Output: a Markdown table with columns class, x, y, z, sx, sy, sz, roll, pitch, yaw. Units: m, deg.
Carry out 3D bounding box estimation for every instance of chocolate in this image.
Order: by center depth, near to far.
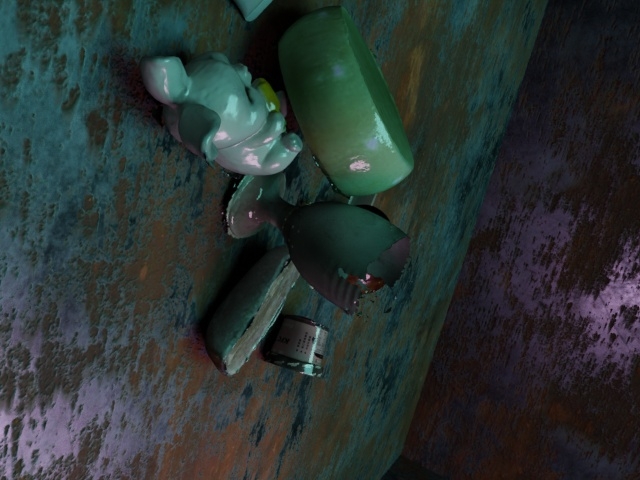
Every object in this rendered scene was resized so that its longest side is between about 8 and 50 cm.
| class | x | y | z | sx | sy | sz | roll | pitch | yaw |
| --- | --- | --- | --- | --- | --- | --- | --- | --- | --- |
| chocolate | -0.147 | 0.139 | 1.379 | 0.303 | 0.100 | 0.185 | -55 | 164 | -20 |

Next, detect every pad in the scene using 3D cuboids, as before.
| class | x | y | z | sx | sy | sz | roll | pitch | yaw |
| --- | --- | --- | --- | --- | --- | --- | --- | --- | --- |
| pad | 0.145 | -0.179 | 1.825 | 0.176 | 0.002 | 0.266 | 16 | 95 | -66 |

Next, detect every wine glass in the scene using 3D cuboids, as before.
| class | x | y | z | sx | sy | sz | roll | pitch | yaw |
| --- | --- | --- | --- | --- | --- | --- | --- | --- | --- |
| wine glass | -0.001 | -0.005 | 1.227 | 0.190 | 0.357 | 0.190 | -45 | 155 | -28 |

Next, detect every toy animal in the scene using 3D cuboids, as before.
| class | x | y | z | sx | sy | sz | roll | pitch | yaw |
| --- | --- | --- | --- | --- | --- | --- | --- | --- | --- |
| toy animal | -0.146 | -0.186 | 0.983 | 0.154 | 0.209 | 0.325 | -33 | 180 | 23 |

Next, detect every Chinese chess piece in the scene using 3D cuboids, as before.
| class | x | y | z | sx | sy | sz | roll | pitch | yaw |
| --- | --- | --- | --- | --- | --- | --- | --- | --- | --- |
| Chinese chess piece | 0.048 | -0.251 | 1.195 | 0.349 | 0.146 | 0.349 | 58 | 18 | -32 |

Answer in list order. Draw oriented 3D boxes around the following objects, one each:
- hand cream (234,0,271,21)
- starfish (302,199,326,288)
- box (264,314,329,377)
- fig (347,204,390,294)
| class | x | y | z | sx | sy | sz | roll | pitch | yaw |
| --- | --- | --- | --- | --- | --- | --- | --- | --- | --- |
| hand cream | -0.119 | -0.446 | 0.917 | 0.185 | 0.118 | 0.358 | -46 | 160 | 12 |
| starfish | -0.005 | 0.009 | 1.513 | 0.053 | 0.150 | 0.210 | -167 | -94 | -85 |
| box | -0.051 | 0.265 | 1.635 | 0.151 | 0.151 | 0.135 | 41 | 66 | -65 |
| fig | 0.093 | 0.018 | 1.646 | 0.235 | 0.214 | 0.235 | 19 | 90 | -75 |
